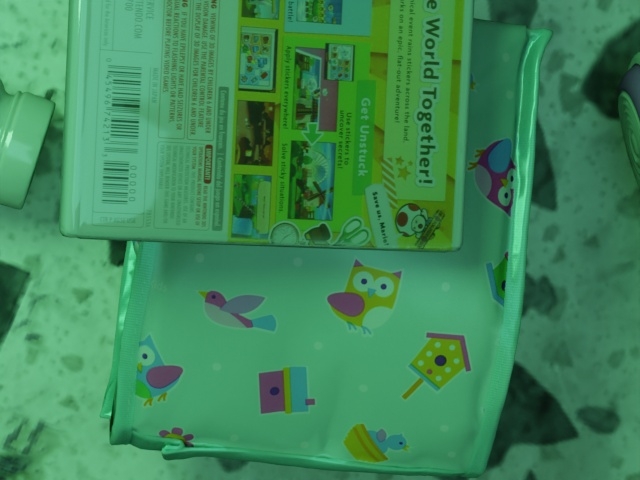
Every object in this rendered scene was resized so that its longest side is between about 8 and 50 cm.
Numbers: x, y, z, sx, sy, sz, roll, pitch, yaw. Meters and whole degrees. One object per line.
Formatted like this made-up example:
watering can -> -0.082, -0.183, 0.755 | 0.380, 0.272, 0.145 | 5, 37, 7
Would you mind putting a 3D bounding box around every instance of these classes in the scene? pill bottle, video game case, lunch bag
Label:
pill bottle -> -0.224, -0.068, 1.027 | 0.137, 0.078, 0.078 | 17, 94, -9
video game case -> -0.023, -0.110, 0.911 | 0.206, 0.026, 0.227 | 2, 91, -17
lunch bag -> 0.000, 0.000, 1.023 | 0.223, 0.160, 0.262 | 7, 89, -9

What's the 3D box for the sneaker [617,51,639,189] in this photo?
sneaker -> 0.287, 0.016, 1.080 | 0.152, 0.114, 0.305 | -20, 98, -4
